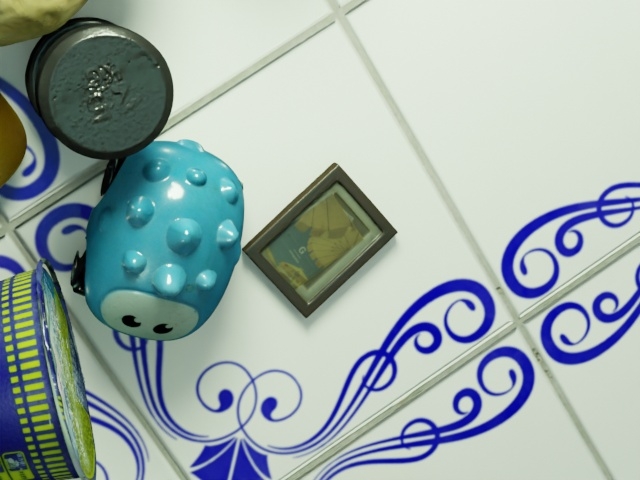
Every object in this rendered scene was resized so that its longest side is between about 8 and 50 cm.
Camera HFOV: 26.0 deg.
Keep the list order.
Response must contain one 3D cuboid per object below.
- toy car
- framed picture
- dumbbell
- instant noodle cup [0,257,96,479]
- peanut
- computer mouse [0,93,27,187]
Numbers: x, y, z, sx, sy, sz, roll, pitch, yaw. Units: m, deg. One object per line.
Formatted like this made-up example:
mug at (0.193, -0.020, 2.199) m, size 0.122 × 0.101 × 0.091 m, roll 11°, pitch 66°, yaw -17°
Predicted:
toy car at (-0.188, 0.005, 1.692) m, size 0.188 × 0.190 × 0.255 m, roll 18°, pitch 98°, yaw -18°
framed picture at (0.000, 0.000, 1.825) m, size 0.168 × 0.023 × 0.128 m, roll -43°, pitch 108°, yaw -3°
dumbbell at (-0.262, -0.181, 1.619) m, size 0.152 × 0.218 × 0.152 m, roll -3°, pitch 102°, yaw -15°
instant noodle cup at (-0.446, 0.187, 1.635) m, size 0.312 × 0.284 × 0.284 m, roll -12°, pitch 104°, yaw -5°
peanut at (-0.302, -0.315, 1.583) m, size 0.319 × 0.147 × 0.147 m, roll -23°, pitch 107°, yaw 16°
computer mouse at (-0.499, -0.072, 1.657) m, size 0.310 × 0.072 × 0.158 m, roll -38°, pitch 106°, yaw -4°
